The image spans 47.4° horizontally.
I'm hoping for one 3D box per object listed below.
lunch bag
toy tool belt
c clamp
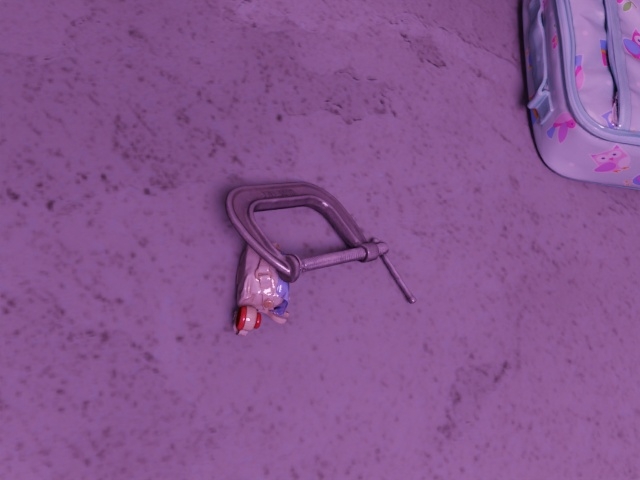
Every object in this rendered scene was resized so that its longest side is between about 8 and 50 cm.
[{"bbox_3d":[0.328,-0.188,0.778,0.224,0.108,0.279,8,64,-14],"label":"lunch bag"},{"bbox_3d":[-0.039,0.040,0.585,0.051,0.052,0.083,13,46,-15],"label":"toy tool belt"},{"bbox_3d":[0.000,0.000,0.604,0.161,0.022,0.137,-3,54,-47],"label":"c clamp"}]
